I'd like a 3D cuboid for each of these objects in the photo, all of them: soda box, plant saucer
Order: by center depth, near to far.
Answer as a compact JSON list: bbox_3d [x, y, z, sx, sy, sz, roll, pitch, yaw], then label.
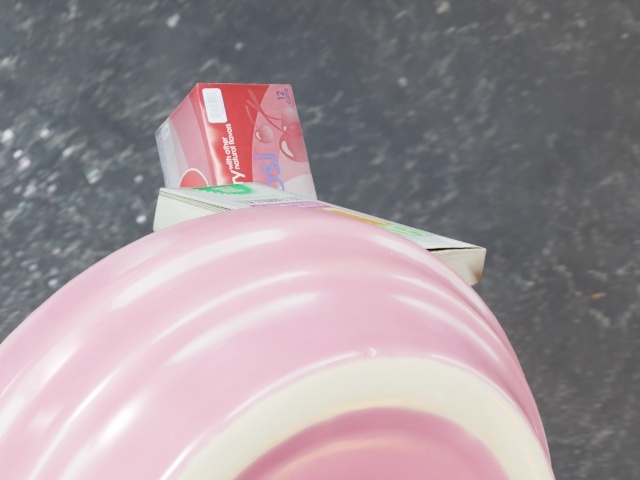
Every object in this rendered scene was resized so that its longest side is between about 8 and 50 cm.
[{"bbox_3d":[-0.016,0.155,0.722,0.332,0.084,0.332,-13,110,-38],"label":"plant saucer"},{"bbox_3d":[-0.049,0.019,1.336,0.083,0.092,0.263,-1,68,-29],"label":"soda box"}]

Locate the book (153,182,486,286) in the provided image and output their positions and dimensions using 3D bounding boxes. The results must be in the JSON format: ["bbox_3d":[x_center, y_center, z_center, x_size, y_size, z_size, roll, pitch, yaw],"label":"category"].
[{"bbox_3d":[0.000,0.000,0.932,0.096,0.144,0.035,-9,111,-57],"label":"book"}]
